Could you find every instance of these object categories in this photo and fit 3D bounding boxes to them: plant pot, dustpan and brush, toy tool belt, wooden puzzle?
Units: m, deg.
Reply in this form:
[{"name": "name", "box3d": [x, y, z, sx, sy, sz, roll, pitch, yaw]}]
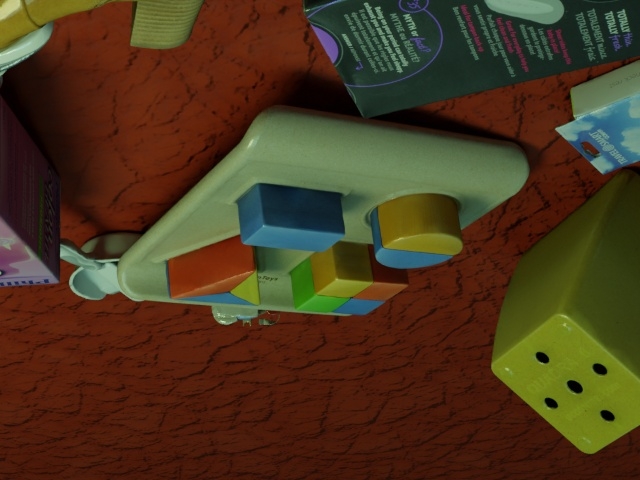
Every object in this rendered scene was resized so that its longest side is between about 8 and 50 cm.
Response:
[{"name": "plant pot", "box3d": [0.304, 0.095, 1.546, 0.212, 0.187, 0.212, 41, 141, -1]}, {"name": "dustpan and brush", "box3d": [-0.233, 0.026, 1.608, 0.147, 0.060, 0.211, -16, 147, 23]}, {"name": "toy tool belt", "box3d": [-0.086, 0.075, 1.727, 0.083, 0.052, 0.051, 1, -179, 1]}, {"name": "wooden puzzle", "box3d": [0.000, 0.000, 1.518, 0.322, 0.080, 0.348, 7, 149, -30]}]

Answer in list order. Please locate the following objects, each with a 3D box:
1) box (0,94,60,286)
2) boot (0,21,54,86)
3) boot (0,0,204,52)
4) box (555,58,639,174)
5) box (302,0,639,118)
[{"name": "box", "box3d": [-0.375, -0.036, 1.383, 0.213, 0.117, 0.243, -3, 165, 2]}, {"name": "boot", "box3d": [-0.297, -0.163, 1.286, 0.190, 0.069, 0.086, -7, 158, 24]}, {"name": "boot", "box3d": [-0.214, -0.242, 1.125, 0.295, 0.104, 0.211, 1, 145, -15]}, {"name": "box", "box3d": [0.322, -0.129, 1.391, 0.178, 0.042, 0.109, -21, 144, 30]}, {"name": "box", "box3d": [0.132, -0.218, 1.124, 0.270, 0.143, 0.165, -11, 151, 15]}]
